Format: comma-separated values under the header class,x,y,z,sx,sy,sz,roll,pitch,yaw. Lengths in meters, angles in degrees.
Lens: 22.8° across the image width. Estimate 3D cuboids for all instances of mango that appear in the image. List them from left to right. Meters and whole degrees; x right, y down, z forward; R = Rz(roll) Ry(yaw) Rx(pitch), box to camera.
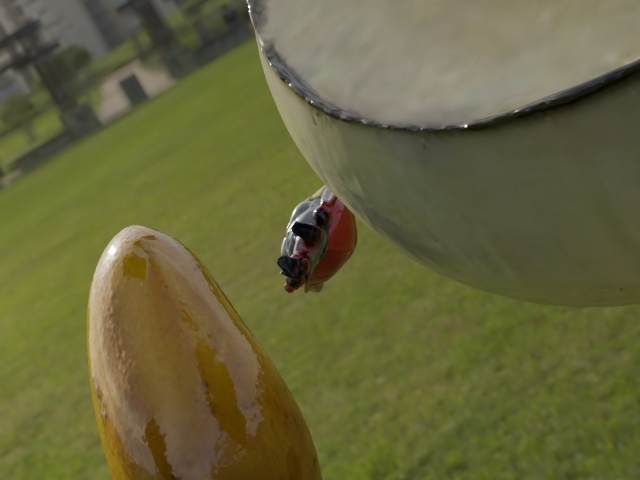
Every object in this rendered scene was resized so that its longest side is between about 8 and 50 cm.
class,x,y,z,sx,sy,sz,roll,pitch,yaw
mango,-0.072,0.094,0.905,0.112,0.219,0.145,-17,-13,-15

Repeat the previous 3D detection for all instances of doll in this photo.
class,x,y,z,sx,sy,sz,roll,pitch,yaw
doll,0.000,0.000,1.263,0.169,0.057,0.109,-65,-7,-82

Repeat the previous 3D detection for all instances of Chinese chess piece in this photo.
class,x,y,z,sx,sy,sz,roll,pitch,yaw
Chinese chess piece,0.128,-0.136,0.670,0.338,0.140,0.338,-23,45,26
